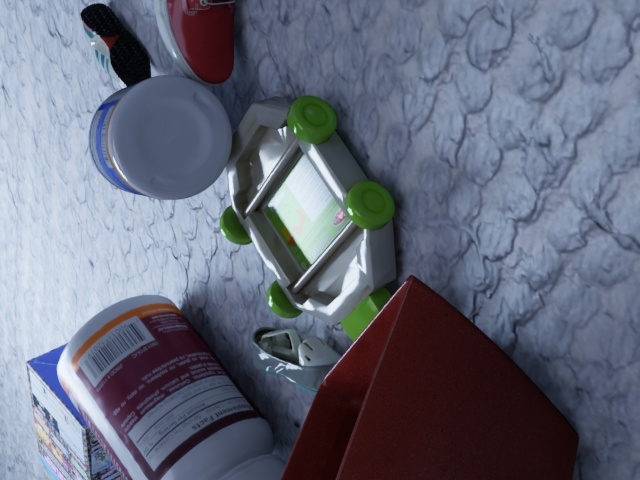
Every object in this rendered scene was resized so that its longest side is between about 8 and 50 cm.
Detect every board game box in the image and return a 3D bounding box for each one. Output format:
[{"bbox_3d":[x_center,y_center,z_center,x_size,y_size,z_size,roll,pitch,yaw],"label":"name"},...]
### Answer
[{"bbox_3d":[-0.463,0.383,1.901,0.232,0.141,0.291,36,136,35],"label":"board game box"}]

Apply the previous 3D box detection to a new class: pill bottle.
[{"bbox_3d":[-0.212,0.289,1.440,0.392,0.224,0.224,48,141,27],"label":"pill bottle"},{"bbox_3d":[-0.222,-0.133,1.244,0.272,0.152,0.152,13,122,69],"label":"pill bottle"}]

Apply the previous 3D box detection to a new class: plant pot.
[{"bbox_3d":[0.105,0.246,0.960,0.235,0.267,0.267,28,141,-4],"label":"plant pot"}]

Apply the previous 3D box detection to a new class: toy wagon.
[{"bbox_3d":[0.000,0.000,1.132,0.344,0.068,0.267,56,145,12],"label":"toy wagon"}]

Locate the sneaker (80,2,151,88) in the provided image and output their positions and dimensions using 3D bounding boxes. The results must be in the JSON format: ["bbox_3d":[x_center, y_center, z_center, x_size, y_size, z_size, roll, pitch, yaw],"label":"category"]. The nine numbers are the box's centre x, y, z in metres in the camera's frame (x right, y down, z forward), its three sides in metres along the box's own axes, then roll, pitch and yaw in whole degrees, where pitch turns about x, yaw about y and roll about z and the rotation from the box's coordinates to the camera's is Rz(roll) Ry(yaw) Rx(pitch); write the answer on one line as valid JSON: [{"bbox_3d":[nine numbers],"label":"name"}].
[{"bbox_3d":[-0.296,-0.268,1.382,0.161,0.057,0.075,54,160,13],"label":"sneaker"}]

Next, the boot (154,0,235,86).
[{"bbox_3d":[-0.115,-0.301,1.091,0.176,0.088,0.244,8,113,49],"label":"boot"}]

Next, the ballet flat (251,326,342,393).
[{"bbox_3d":[-0.025,0.155,1.255,0.213,0.072,0.068,8,110,51],"label":"ballet flat"}]
